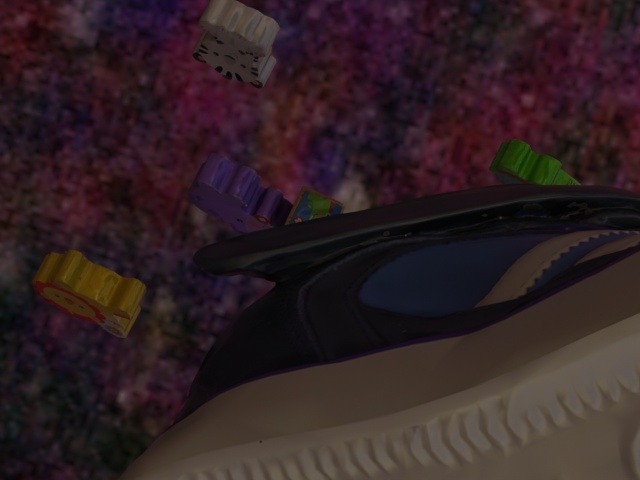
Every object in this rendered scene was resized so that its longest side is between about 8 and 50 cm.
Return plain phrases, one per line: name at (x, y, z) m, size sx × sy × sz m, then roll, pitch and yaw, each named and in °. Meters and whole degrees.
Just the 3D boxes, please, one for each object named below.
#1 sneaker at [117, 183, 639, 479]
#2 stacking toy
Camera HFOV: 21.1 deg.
sneaker at (0.115, 0.030, 0.455) m, size 0.236 × 0.323 × 0.130 m, roll -42°, pitch 117°, yaw -62°
stacking toy at (0.000, 0.000, 0.815) m, size 0.167 × 0.221 × 0.052 m, roll -63°, pitch 177°, yaw -21°
